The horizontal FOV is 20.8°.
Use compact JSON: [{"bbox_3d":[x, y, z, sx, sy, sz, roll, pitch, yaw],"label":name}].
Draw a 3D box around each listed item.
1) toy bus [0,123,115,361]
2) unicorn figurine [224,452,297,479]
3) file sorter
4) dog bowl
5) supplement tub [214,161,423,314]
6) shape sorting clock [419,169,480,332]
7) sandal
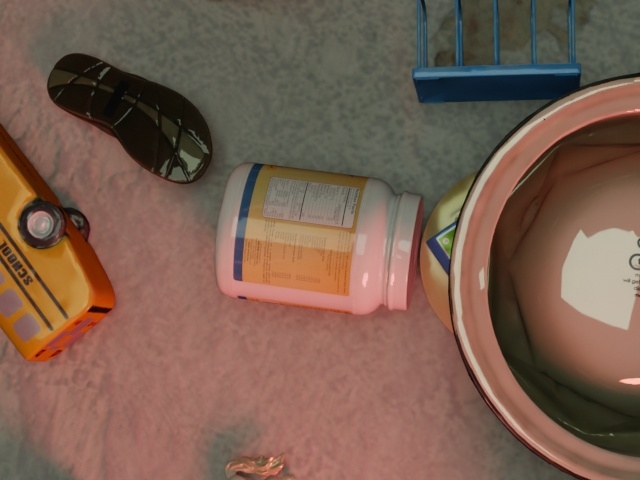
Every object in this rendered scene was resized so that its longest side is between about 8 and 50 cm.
[{"bbox_3d":[-0.354,-0.039,1.877,0.130,0.108,0.333,-39,83,4],"label":"toy bus"},{"bbox_3d":[-0.081,0.306,1.846,0.111,0.060,0.162,3,70,7],"label":"unicorn figurine"},{"bbox_3d":[0.184,-0.208,1.823,0.170,0.118,0.105,-1,81,7],"label":"file sorter"},{"bbox_3d":[0.324,0.043,1.745,0.407,0.150,0.408,0,89,0],"label":"dog bowl"},{"bbox_3d":[0.000,0.000,1.812,0.199,0.144,0.144,8,86,7],"label":"supplement tub"},{"bbox_3d":[0.207,0.021,1.837,0.206,0.040,0.206,0,89,-2],"label":"shape sorting clock"},{"bbox_3d":[-0.203,-0.131,1.895,0.219,0.060,0.090,27,83,22],"label":"sandal"}]
